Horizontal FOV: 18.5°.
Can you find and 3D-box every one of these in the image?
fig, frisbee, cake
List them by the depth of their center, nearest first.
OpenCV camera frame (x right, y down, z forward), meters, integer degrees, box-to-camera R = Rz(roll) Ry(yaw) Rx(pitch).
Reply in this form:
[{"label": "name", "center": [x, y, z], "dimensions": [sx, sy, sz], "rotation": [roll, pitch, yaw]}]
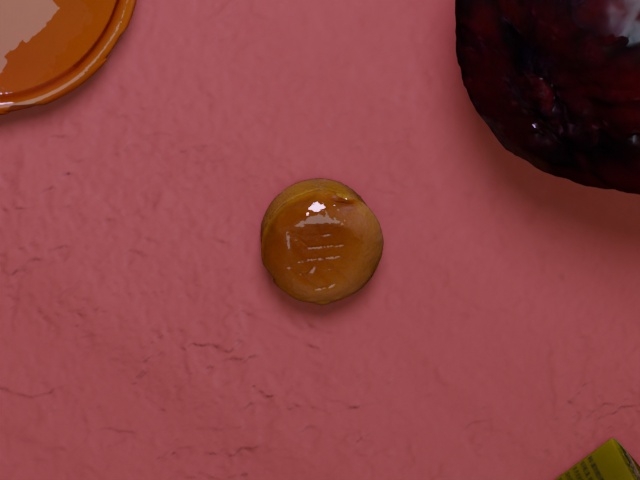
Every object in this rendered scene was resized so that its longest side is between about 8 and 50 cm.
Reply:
[{"label": "fig", "center": [0.205, -0.153, 1.206], "dimensions": [0.263, 0.224, 0.224], "rotation": [-36, 114, 7]}, {"label": "frisbee", "center": [-0.209, -0.172, 1.223], "dimensions": [0.192, 0.035, 0.192], "rotation": [-4, 115, -8]}, {"label": "cake", "center": [0.000, 0.000, 1.329], "dimensions": [0.084, 0.044, 0.084], "rotation": [-3, 116, -6]}]

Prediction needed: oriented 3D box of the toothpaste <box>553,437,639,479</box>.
[{"label": "toothpaste", "center": [0.131, 0.290, 1.461], "dimensions": [0.327, 0.077, 0.110], "rotation": [-38, 112, 9]}]
